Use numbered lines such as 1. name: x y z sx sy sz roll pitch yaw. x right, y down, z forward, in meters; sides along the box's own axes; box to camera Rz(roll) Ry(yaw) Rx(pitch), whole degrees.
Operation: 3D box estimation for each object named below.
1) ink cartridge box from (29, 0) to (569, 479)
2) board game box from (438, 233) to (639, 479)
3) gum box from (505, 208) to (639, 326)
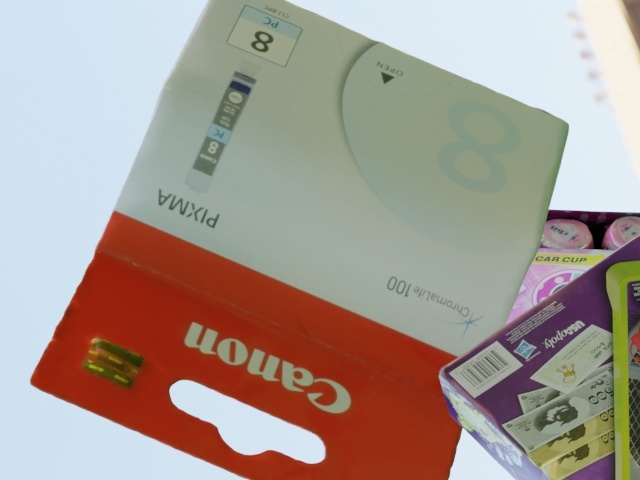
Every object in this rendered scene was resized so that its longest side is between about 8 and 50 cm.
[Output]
1. ink cartridge box: 0.000 0.000 1.142 0.308 0.091 0.385 23 -132 -3
2. board game box: 0.266 0.052 0.879 0.208 0.347 0.056 42 159 46
3. gum box: 0.235 0.029 1.503 0.062 0.188 0.107 -94 8 -49
